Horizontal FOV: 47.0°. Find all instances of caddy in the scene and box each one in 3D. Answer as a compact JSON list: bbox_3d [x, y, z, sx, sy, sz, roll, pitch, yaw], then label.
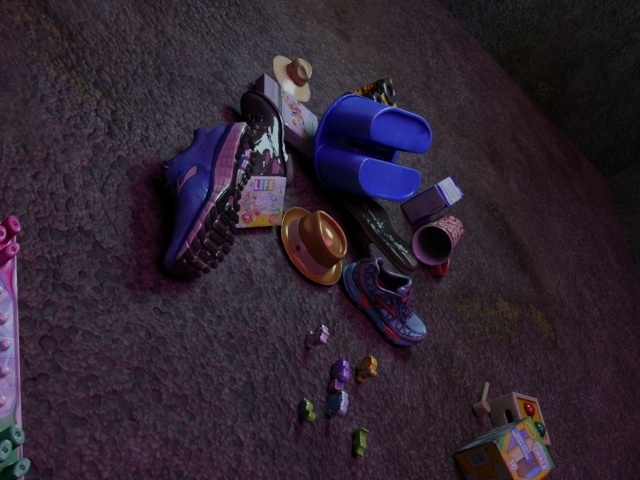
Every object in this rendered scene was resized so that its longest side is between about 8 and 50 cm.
[{"bbox_3d":[0.121,-0.227,1.831,0.341,0.179,0.241,6,100,-52],"label":"caddy"}]

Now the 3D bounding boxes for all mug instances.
[{"bbox_3d":[0.325,0.007,2.040,0.113,0.150,0.169,25,24,16],"label":"mug"}]

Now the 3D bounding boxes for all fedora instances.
[{"bbox_3d":[0.000,0.000,1.622,0.194,0.079,0.194,32,40,-33],"label":"fedora"}]

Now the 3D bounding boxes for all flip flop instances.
[{"bbox_3d":[0.133,-0.012,1.790,0.112,0.080,0.277,-2,47,-45],"label":"flip flop"}]

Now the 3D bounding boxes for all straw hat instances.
[{"bbox_3d":[-0.056,-0.440,1.925,0.144,0.061,0.144,33,40,-33],"label":"straw hat"}]

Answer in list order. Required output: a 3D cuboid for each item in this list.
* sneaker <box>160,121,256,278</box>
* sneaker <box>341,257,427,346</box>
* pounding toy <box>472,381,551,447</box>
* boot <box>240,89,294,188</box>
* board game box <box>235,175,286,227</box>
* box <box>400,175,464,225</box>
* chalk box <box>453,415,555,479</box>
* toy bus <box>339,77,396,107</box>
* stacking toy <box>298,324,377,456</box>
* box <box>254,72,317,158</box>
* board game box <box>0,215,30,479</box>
[{"bbox_3d":[-0.228,-0.077,1.368,0.130,0.147,0.330,70,30,-55],"label":"sneaker"},{"bbox_3d":[0.169,0.141,1.683,0.262,0.125,0.104,43,36,-20],"label":"sneaker"},{"bbox_3d":[0.482,0.434,1.875,0.206,0.094,0.181,22,47,-42],"label":"pounding toy"},{"bbox_3d":[-0.169,-0.214,1.569,0.229,0.091,0.263,-4,69,-54],"label":"boot"},{"bbox_3d":[-0.132,-0.081,1.513,0.154,0.026,0.103,-7,105,-55],"label":"board game box"},{"bbox_3d":[0.316,-0.113,2.078,0.072,0.126,0.137,59,33,0],"label":"box"},{"bbox_3d":[0.438,0.501,1.702,0.213,0.132,0.132,-12,73,-44],"label":"chalk box"},{"bbox_3d":[0.142,-0.312,2.025,0.211,0.149,0.220,63,32,-21],"label":"toy bus"},{"bbox_3d":[0.040,0.293,1.460,0.167,0.052,0.221,37,39,-28],"label":"stacking toy"},{"bbox_3d":[-0.081,-0.301,1.785,0.186,0.038,0.145,37,32,-32],"label":"box"},{"bbox_3d":[-0.538,0.103,0.872,0.390,0.050,0.390,16,51,-45],"label":"board game box"}]
